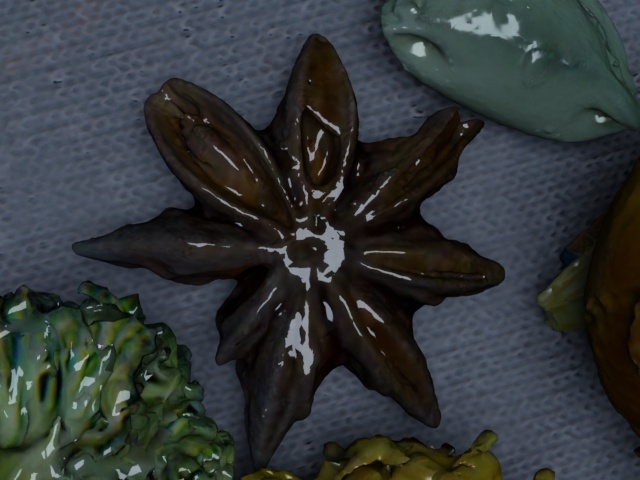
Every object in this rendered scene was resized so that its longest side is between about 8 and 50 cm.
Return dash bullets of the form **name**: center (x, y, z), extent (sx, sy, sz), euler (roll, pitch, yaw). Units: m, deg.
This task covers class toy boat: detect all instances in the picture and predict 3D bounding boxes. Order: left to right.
- **toy boat**: center (0.231, 0.001, 1.003), extent (0.172, 0.066, 0.065), euler (-43, 137, -8)

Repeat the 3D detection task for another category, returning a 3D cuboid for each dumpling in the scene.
- **dumpling**: center (0.149, -0.158, 0.966), extent (0.217, 0.105, 0.149), euler (26, 87, -7)

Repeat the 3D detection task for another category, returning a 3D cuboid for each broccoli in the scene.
- **broccoli**: center (-0.157, 0.167, 0.837), extent (0.199, 0.177, 0.274), euler (7, 53, 2)

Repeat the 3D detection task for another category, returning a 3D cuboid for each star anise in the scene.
- **star anise**: center (-0.015, 0.012, 0.945), extent (0.315, 0.108, 0.315), euler (-1, 94, -8)

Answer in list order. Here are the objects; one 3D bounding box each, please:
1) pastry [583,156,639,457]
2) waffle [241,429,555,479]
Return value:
- **pastry**: center (0.342, 0.021, 0.933), extent (0.356, 0.164, 0.356), euler (-6, 108, -20)
- **waffle**: center (0.012, 0.302, 0.828), extent (0.382, 0.095, 0.379), euler (-17, 56, 2)
